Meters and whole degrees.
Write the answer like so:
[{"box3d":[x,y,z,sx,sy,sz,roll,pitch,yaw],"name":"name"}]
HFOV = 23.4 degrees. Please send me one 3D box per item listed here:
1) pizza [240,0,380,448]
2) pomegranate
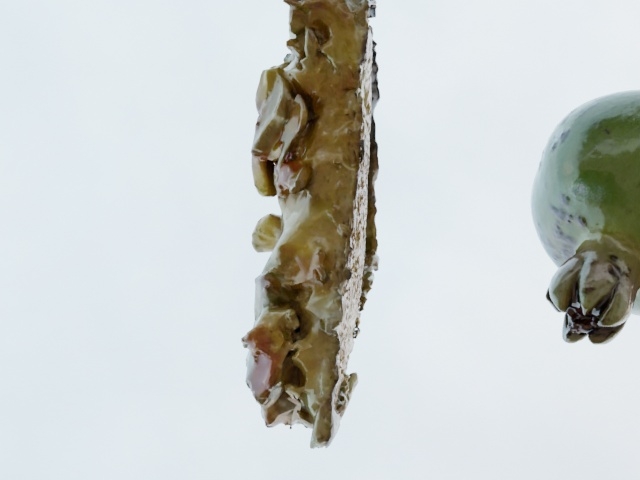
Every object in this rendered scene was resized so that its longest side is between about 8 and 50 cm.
[{"box3d":[0.000,0.000,0.988,0.074,0.251,0.288,4,-104,9],"name":"pizza"},{"box3d":[0.249,-0.008,1.164,0.179,0.179,0.210,12,-123,-15],"name":"pomegranate"}]
